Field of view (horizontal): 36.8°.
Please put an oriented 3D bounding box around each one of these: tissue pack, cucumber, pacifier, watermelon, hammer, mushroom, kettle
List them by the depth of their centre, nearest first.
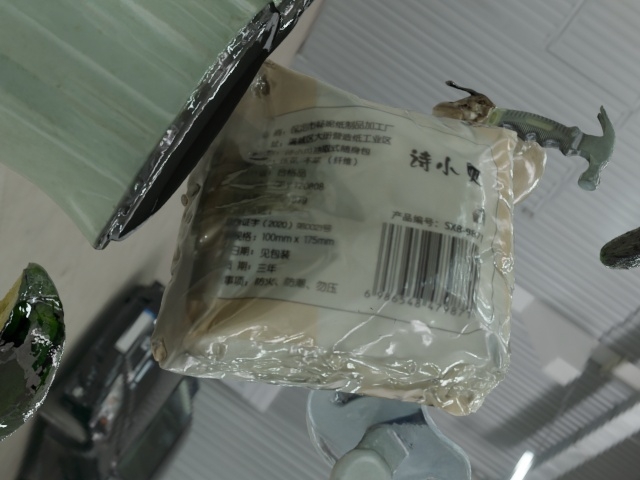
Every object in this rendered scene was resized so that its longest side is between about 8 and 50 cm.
[{"bbox_3d":[-0.209,-0.232,0.756,0.361,0.377,0.250,-56,-175,-24],"label":"kettle"},{"bbox_3d":[0.031,-0.009,1.047,0.195,0.376,0.390,117,-14,-62],"label":"tissue pack"},{"bbox_3d":[-0.451,0.181,1.329,0.301,0.123,0.129,-56,-137,1],"label":"watermelon"},{"bbox_3d":[0.071,0.313,1.356,0.227,0.279,0.207,-28,-165,31],"label":"pacifier"},{"bbox_3d":[0.576,-0.006,1.585,0.241,0.074,0.074,-22,-166,25],"label":"cucumber"},{"bbox_3d":[0.410,-0.188,1.720,0.041,0.227,0.158,76,35,-63],"label":"hammer"},{"bbox_3d":[0.317,-0.204,2.135,0.362,0.362,0.294,-53,140,-66],"label":"mushroom"}]
